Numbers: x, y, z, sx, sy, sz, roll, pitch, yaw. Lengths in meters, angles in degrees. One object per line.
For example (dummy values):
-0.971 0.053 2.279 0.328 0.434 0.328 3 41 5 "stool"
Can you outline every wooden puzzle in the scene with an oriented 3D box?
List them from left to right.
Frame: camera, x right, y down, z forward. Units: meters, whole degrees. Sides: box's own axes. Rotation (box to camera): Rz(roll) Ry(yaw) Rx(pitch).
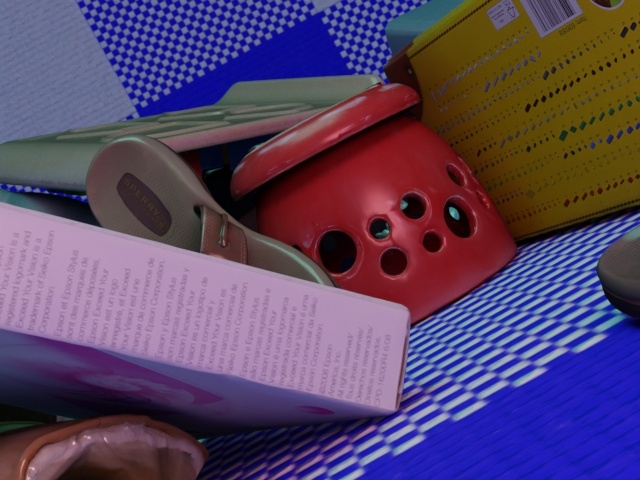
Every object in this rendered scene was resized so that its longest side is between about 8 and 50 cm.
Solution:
-0.148 -0.100 1.349 0.348 0.080 0.322 -20 15 -33 "wooden puzzle"

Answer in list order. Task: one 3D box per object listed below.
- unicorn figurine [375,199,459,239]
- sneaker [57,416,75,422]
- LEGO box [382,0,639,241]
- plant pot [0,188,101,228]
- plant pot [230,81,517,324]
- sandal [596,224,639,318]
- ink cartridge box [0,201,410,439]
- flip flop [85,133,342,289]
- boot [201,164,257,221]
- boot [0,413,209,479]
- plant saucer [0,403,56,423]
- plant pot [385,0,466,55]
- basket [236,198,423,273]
0.132 -0.025 1.185 0.162 0.111 0.060 -50 -34 -5 "unicorn figurine"
-0.081 0.086 1.052 0.292 0.108 0.169 -41 10 -30 "sneaker"
0.323 -0.189 0.907 0.372 0.193 0.500 -30 2 -20 "LEGO box"
-0.253 0.087 1.340 0.196 0.293 0.293 -2 0 -3 "plant pot"
0.037 -0.021 0.998 0.191 0.174 0.191 -27 0 0 "plant pot"
0.168 -0.011 0.483 0.090 0.060 0.219 -29 2 -6 "sandal"
-0.169 0.051 0.718 0.330 0.071 0.324 15 -16 -23 "ink cartridge box"
-0.091 0.012 0.918 0.112 0.277 0.080 -51 -27 9 "flip flop"
-0.076 -0.013 1.589 0.094 0.207 0.246 -26 6 -8 "boot"
-0.170 0.153 0.778 0.269 0.089 0.236 -15 -5 39 "boot"
-0.259 0.156 0.948 0.036 0.198 0.198 12 23 26 "plant saucer"
0.274 -0.205 1.547 0.247 0.248 0.252 -29 18 -17 "plant pot"
0.000 0.000 1.332 0.227 0.154 0.204 -34 25 0 "basket"
